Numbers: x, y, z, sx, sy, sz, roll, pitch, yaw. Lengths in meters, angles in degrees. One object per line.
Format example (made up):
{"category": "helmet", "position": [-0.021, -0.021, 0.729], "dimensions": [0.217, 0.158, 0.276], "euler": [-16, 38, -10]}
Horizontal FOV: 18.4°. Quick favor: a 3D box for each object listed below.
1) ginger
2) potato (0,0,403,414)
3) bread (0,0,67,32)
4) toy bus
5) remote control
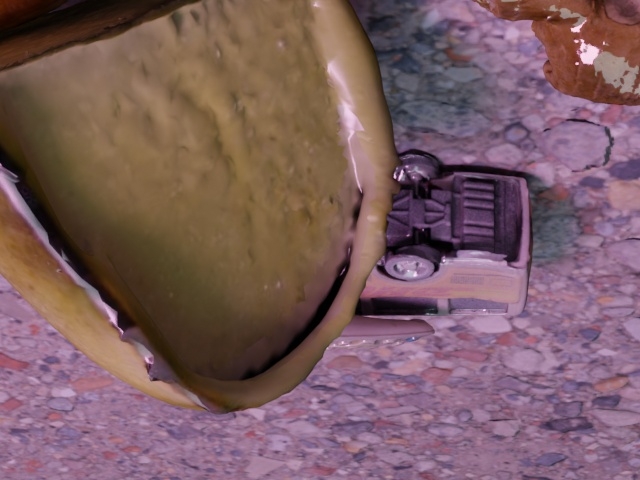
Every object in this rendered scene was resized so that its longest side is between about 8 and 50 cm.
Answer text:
{"category": "ginger", "position": [0.175, -0.145, 1.384], "dimensions": [0.165, 0.067, 0.096], "euler": [25, 144, -7]}
{"category": "potato", "position": [-0.120, -0.026, 1.343], "dimensions": [0.213, 0.330, 0.280], "euler": [-7, 110, 51]}
{"category": "bread", "position": [-0.227, -0.234, 1.267], "dimensions": [0.235, 0.099, 0.210], "euler": [-18, 139, 39]}
{"category": "toy bus", "position": [0.000, 0.000, 1.602], "dimensions": [0.342, 0.097, 0.138], "euler": [0, 154, 5]}
{"category": "remote control", "position": [-0.022, 0.066, 1.581], "dimensions": [0.229, 0.044, 0.073], "euler": [1, 169, -18]}
